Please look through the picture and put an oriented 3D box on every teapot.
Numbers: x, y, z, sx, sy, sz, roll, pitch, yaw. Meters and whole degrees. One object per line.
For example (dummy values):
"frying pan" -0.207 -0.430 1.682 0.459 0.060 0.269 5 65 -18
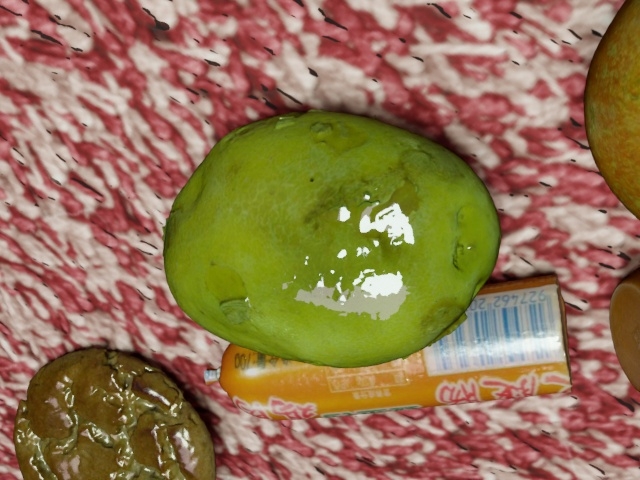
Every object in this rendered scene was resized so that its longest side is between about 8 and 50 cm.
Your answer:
"teapot" 0.280 0.065 0.644 0.116 0.116 0.173 12 148 6

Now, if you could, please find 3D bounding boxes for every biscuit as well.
"biscuit" -0.202 0.205 0.832 0.226 0.042 0.226 5 104 22

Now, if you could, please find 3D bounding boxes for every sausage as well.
"sausage" 0.044 0.096 0.717 0.312 0.093 0.093 -10 117 18

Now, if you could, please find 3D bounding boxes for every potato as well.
"potato" 0.000 0.000 0.630 0.253 0.148 0.186 -11 107 22

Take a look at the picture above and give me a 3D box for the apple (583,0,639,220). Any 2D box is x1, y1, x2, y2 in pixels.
"apple" 0.281 -0.086 0.509 0.237 0.207 0.237 8 108 24
